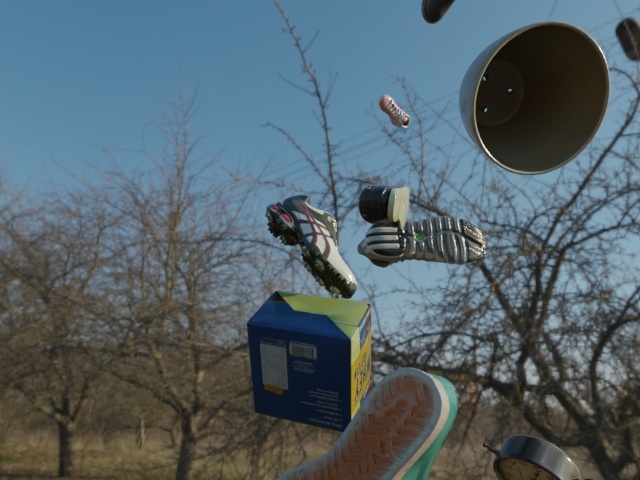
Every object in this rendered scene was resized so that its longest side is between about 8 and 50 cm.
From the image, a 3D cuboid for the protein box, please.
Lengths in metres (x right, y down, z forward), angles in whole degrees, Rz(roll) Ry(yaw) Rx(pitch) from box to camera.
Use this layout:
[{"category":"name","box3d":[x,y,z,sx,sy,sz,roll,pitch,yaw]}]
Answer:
[{"category":"protein box","box3d":[-0.016,0.224,1.046,0.200,0.201,0.136,6,24,19]}]

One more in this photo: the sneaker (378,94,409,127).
[{"category":"sneaker","box3d":[0.238,-0.403,1.740,0.070,0.051,0.134,37,-5,47]}]

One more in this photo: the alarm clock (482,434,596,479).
[{"category":"alarm clock","box3d":[0.369,0.377,0.895,0.192,0.064,0.129,-4,-57,50]}]

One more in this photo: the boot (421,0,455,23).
[{"category":"boot","box3d":[0.318,-0.551,1.170,0.076,0.189,0.208,25,9,-28]}]

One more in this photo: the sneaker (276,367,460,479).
[{"category":"sneaker","box3d":[0.050,0.275,0.635,0.302,0.108,0.121,-47,-39,9]}]

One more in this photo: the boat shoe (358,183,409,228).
[{"category":"boat shoe","box3d":[0.075,-0.039,0.623,0.042,0.049,0.133,7,1,18]}]

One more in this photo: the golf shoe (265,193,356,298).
[{"category":"golf shoe","box3d":[0.000,0.000,1.160,0.120,0.273,0.105,-33,-25,-21]}]

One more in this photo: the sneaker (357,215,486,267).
[{"category":"sneaker","box3d":[0.174,0.009,1.013,0.229,0.086,0.132,5,-15,-15]}]

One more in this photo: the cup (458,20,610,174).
[{"category":"cup","box3d":[0.463,-0.342,1.322,0.331,0.331,0.237,10,17,-16]}]
